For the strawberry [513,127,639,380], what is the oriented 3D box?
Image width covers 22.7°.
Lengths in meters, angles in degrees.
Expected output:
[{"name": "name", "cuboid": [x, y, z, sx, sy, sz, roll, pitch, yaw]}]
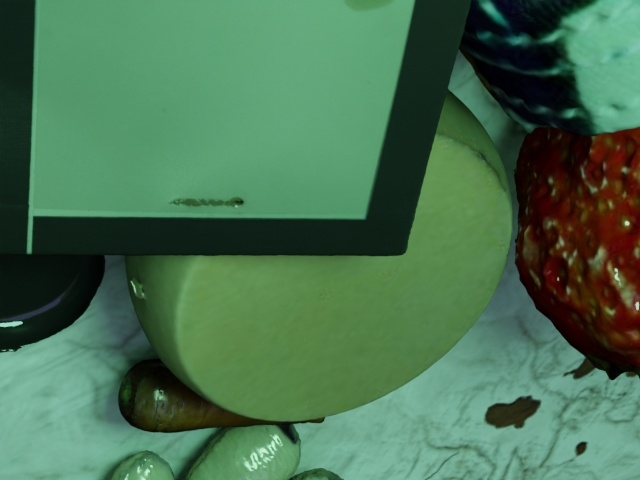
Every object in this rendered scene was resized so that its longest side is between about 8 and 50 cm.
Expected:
[{"name": "strawberry", "cuboid": [0.252, -0.052, 1.082, 0.257, 0.257, 0.276, -19, 112, -14]}]

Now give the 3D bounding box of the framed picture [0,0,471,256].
[{"name": "framed picture", "cuboid": [-0.051, -0.112, 0.841, 0.265, 0.016, 0.347, -1, 136, -12]}]

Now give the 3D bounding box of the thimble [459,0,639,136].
[{"name": "thimble", "cuboid": [0.172, -0.180, 0.929, 0.237, 0.237, 0.150, -37, 133, 4]}]

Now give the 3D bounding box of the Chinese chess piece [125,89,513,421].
[{"name": "Chinese chess piece", "cuboid": [0.000, 0.000, 1.077, 0.273, 0.102, 0.273, -16, 133, -18]}]

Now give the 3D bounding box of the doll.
[{"name": "doll", "cuboid": [-0.106, 0.253, 1.231, 0.278, 0.175, 0.149, -40, 172, -6]}]

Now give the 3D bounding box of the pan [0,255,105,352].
[{"name": "pan", "cuboid": [-0.238, 0.030, 1.013, 0.212, 0.040, 0.114, -12, 131, -29]}]

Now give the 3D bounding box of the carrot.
[{"name": "carrot", "cuboid": [-0.069, 0.114, 1.163, 0.162, 0.055, 0.055, 3, 124, -29]}]
